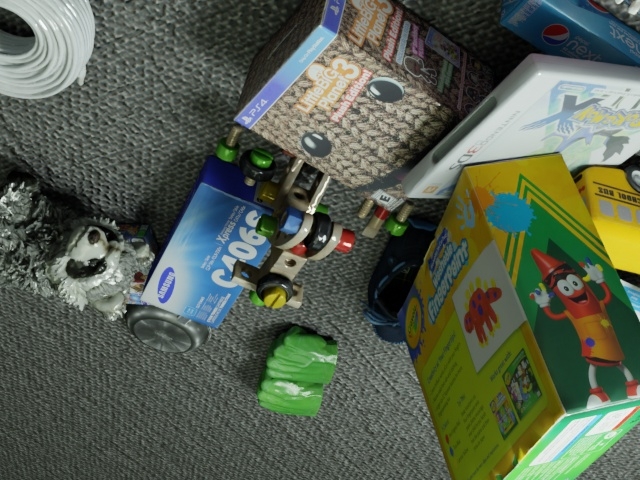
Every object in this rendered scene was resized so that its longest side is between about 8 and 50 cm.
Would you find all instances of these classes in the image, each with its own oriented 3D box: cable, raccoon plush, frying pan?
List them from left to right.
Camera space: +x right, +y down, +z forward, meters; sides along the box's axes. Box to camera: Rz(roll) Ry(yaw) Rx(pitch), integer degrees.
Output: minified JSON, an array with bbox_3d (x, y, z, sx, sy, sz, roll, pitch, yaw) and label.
[{"bbox_3d":[-0.465,-0.329,1.437,0.257,0.089,0.257,21,141,-10],"label":"cable"},{"bbox_3d":[-0.494,0.031,1.831,0.299,0.216,0.446,28,168,-14],"label":"raccoon plush"},{"bbox_3d":[-0.280,0.175,2.048,0.326,0.053,0.197,-11,136,31],"label":"frying pan"}]

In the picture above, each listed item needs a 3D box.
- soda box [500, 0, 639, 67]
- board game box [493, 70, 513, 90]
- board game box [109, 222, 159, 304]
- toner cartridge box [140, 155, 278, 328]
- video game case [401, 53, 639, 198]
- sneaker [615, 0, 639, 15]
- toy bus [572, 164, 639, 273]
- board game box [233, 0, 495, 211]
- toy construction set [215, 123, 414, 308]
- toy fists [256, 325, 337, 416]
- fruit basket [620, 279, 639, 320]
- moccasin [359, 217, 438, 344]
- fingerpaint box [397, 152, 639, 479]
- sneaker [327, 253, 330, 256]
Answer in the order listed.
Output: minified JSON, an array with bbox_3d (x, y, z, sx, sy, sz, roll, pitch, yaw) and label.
[{"bbox_3d":[0.343,-0.279,1.292,0.210,0.071,0.067,28,138,-19],"label":"soda box"},{"bbox_3d":[0.276,-0.148,1.496,0.165,0.042,0.243,32,138,-24],"label":"board game box"},{"bbox_3d":[-0.380,0.049,1.910,0.136,0.035,0.201,4,135,11],"label":"board game box"},{"bbox_3d":[-0.195,0.013,1.764,0.165,0.075,0.348,23,133,-12],"label":"toner cartridge box"},{"bbox_3d":[0.323,-0.141,1.337,0.328,0.036,0.300,-1,153,-32],"label":"video game case"},{"bbox_3d":[0.411,-0.287,1.130,0.322,0.236,0.130,19,141,-9],"label":"sneaker"},{"bbox_3d":[0.511,-0.020,1.477,0.332,0.130,0.108,13,146,-21],"label":"toy bus"},{"bbox_3d":[0.065,-0.211,1.396,0.291,0.141,0.232,29,139,-20],"label":"board game box"},{"bbox_3d":[-0.018,-0.013,1.575,0.308,0.257,0.237,1,134,-35],"label":"toy construction set"},{"bbox_3d":[-0.058,0.284,2.083,0.142,0.096,0.279,7,141,-10],"label":"toy fists"},{"bbox_3d":[0.382,0.168,1.759,0.327,0.165,0.353,24,132,-3],"label":"fruit basket"},{"bbox_3d":[0.139,0.100,1.779,0.137,0.117,0.342,8,141,6],"label":"moccasin"},{"bbox_3d":[0.282,0.155,1.417,0.163,0.371,0.445,-9,149,-15],"label":"fingerpaint box"},{"bbox_3d":[0.000,0.000,1.762,0.069,0.038,0.098,4,150,9],"label":"sneaker"}]
